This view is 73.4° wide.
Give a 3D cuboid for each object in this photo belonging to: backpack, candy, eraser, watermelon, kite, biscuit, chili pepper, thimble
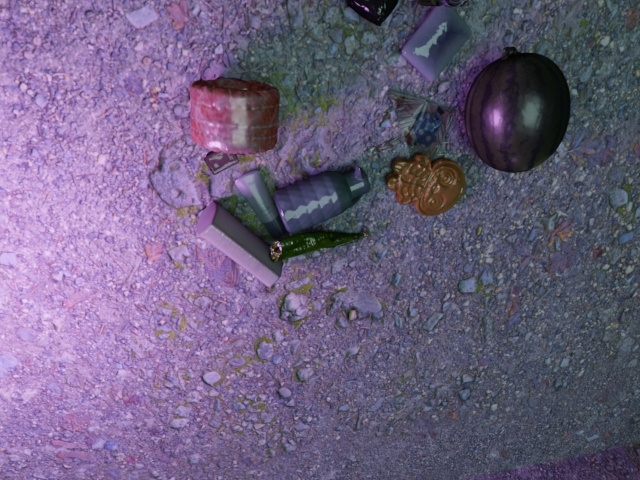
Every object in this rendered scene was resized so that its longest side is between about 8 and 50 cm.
[{"bbox_3d":[0.153,-0.645,1.102,0.120,0.106,0.165,37,87,-4],"label":"backpack"},{"bbox_3d":[0.325,-0.556,1.204,0.138,0.071,0.174,33,106,-26],"label":"candy"},{"bbox_3d":[-0.239,0.011,1.296,0.095,0.174,0.270,-43,118,8],"label":"eraser"},{"bbox_3d":[0.560,-0.373,1.235,0.279,0.279,0.359,-16,115,-5],"label":"watermelon"},{"bbox_3d":[0.284,-0.327,1.344,0.314,0.011,0.335,-27,119,1],"label":"kite"},{"bbox_3d":[0.350,-0.185,1.407,0.289,0.044,0.202,17,112,-27],"label":"biscuit"},{"bbox_3d":[0.000,0.000,1.358,0.359,0.076,0.084,-13,134,-36],"label":"chili pepper"},{"bbox_3d":[-0.216,-0.326,1.102,0.239,0.239,0.162,-1,118,-13],"label":"thimble"}]

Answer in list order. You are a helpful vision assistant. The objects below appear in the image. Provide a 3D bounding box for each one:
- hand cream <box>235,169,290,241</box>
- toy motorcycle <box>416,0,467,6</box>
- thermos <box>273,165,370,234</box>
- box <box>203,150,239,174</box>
[{"bbox_3d":[-0.172,-0.098,1.332,0.079,0.048,0.255,-30,117,-4],"label":"hand cream"},{"bbox_3d":[0.333,-0.689,1.066,0.275,0.205,0.127,-44,123,7],"label":"toy motorcycle"},{"bbox_3d":[0.012,-0.125,1.314,0.287,0.144,0.182,-21,152,-3],"label":"thermos"},{"bbox_3d":[-0.284,-0.237,1.225,0.085,0.063,0.060,-29,121,1],"label":"box"}]
